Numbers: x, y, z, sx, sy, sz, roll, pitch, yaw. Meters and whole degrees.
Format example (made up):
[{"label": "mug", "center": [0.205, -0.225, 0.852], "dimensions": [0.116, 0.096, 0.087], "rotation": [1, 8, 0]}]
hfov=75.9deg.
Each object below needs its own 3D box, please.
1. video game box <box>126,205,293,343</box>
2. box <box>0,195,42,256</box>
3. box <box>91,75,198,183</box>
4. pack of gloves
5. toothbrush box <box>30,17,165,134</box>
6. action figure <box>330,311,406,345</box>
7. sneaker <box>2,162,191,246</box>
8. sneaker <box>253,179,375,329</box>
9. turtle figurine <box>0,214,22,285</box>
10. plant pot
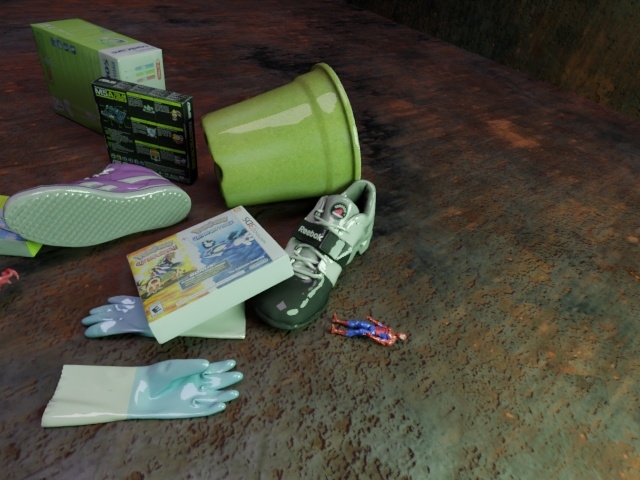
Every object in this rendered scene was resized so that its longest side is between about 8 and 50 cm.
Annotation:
[{"label": "video game box", "center": [-0.172, 0.036, 0.621], "dimensions": [0.205, 0.048, 0.187], "rotation": [-27, 36, -19]}, {"label": "box", "center": [-0.528, -0.028, 0.682], "dimensions": [0.178, 0.043, 0.109], "rotation": [6, 41, -7]}, {"label": "box", "center": [-0.350, -0.219, 0.835], "dimensions": [0.190, 0.184, 0.045], "rotation": [13, 39, 6]}, {"label": "pack of gloves", "center": [-0.218, 0.138, 0.552], "dimensions": [0.231, 0.046, 0.195], "rotation": [1, 42, -11]}, {"label": "toothbrush box", "center": [-0.508, -0.371, 0.964], "dimensions": [0.283, 0.207, 0.122], "rotation": [26, 42, 19]}, {"label": "action figure", "center": [0.074, 0.137, 0.629], "dimensions": [0.115, 0.030, 0.038], "rotation": [13, 35, 0]}, {"label": "sneaker", "center": [-0.393, -0.074, 0.718], "dimensions": [0.281, 0.102, 0.161], "rotation": [-9, 37, -47]}, {"label": "sneaker", "center": [0.000, 0.000, 0.686], "dimensions": [0.122, 0.146, 0.331], "rotation": [25, 43, 15]}, {"label": "turtle figurine", "center": [-0.527, 0.042, 0.546], "dimensions": [0.233, 0.118, 0.175], "rotation": [-1, 24, 11]}, {"label": "plant pot", "center": [-0.090, -0.182, 0.814], "dimensions": [0.253, 0.276, 0.276], "rotation": [-16, 46, -13]}]
